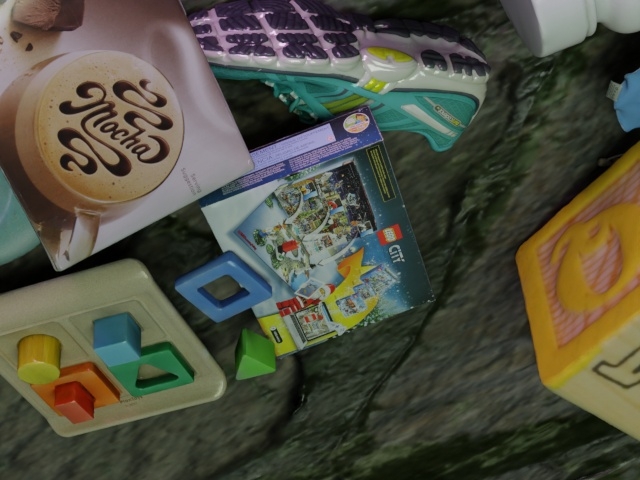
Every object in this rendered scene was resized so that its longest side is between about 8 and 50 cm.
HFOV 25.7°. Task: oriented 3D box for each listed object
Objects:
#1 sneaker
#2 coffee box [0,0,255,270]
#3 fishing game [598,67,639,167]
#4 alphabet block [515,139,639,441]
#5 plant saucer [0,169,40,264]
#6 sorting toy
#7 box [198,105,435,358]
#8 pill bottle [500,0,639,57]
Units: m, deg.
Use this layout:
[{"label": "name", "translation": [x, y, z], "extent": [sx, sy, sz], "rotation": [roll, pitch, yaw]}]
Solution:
[{"label": "sneaker", "translation": [0.009, -0.130, 1.180], "extent": [0.275, 0.107, 0.110], "rotation": [9, 124, -17]}, {"label": "coffee box", "translation": [-0.188, -0.153, 0.997], "extent": [0.168, 0.119, 0.297], "rotation": [-28, 120, -9]}, {"label": "fishing game", "translation": [0.343, -0.144, 1.226], "extent": [0.189, 0.041, 0.264], "rotation": [-3, 151, -13]}, {"label": "alphabet block", "translation": [0.320, 0.057, 1.274], "extent": [0.197, 0.192, 0.193], "rotation": [29, 122, -26]}, {"label": "plant saucer", "translation": [-0.292, -0.050, 1.103], "extent": [0.195, 0.037, 0.195], "rotation": [-3, 119, -6]}, {"label": "sorting toy", "translation": [-0.200, 0.110, 1.239], "extent": [0.348, 0.047, 0.196], "rotation": [-15, 137, 12]}, {"label": "box", "translation": [0.000, 0.000, 1.228], "extent": [0.159, 0.044, 0.233], "rotation": [-21, 140, 1]}, {"label": "pill bottle", "translation": [0.280, -0.265, 1.132], "extent": [0.283, 0.160, 0.160], "rotation": [-23, 120, 0]}]
